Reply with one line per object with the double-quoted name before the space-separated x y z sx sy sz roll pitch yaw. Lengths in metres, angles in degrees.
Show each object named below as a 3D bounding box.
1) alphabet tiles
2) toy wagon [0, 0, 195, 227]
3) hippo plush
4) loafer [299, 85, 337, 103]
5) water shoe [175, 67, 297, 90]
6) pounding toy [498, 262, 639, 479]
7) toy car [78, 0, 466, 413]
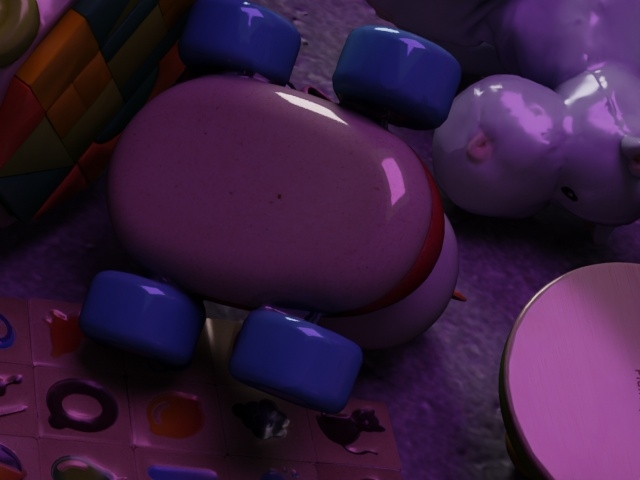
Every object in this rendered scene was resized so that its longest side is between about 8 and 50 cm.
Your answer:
"alphabet tiles" -0.105 0.142 1.079 0.343 0.011 0.285 7 41 -20
"toy wagon" -0.157 -0.102 1.132 0.068 0.267 0.344 36 80 11
"hippo plush" 0.181 -0.113 1.412 0.294 0.234 0.236 0 74 -7
"loafer" 0.029 -0.066 1.362 0.125 0.039 0.045 33 39 10
"water shoe" -0.055 -0.123 1.358 0.203 0.073 0.080 44 40 22
"pounding toy" 0.175 0.138 1.175 0.183 0.110 0.237 28 59 0
"toy car" 0.000 0.000 1.183 0.210 0.219 0.238 14 -11 26
